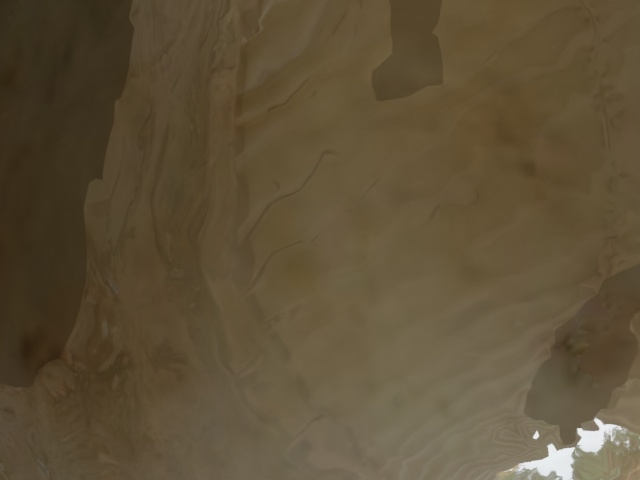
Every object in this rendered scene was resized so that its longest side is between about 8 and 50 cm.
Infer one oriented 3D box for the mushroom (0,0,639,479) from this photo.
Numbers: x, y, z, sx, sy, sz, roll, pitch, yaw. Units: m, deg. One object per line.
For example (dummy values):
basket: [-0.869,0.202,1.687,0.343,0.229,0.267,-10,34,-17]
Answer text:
mushroom: [0.032,-0.021,0.628,0.294,0.362,0.362,16,61,-33]
